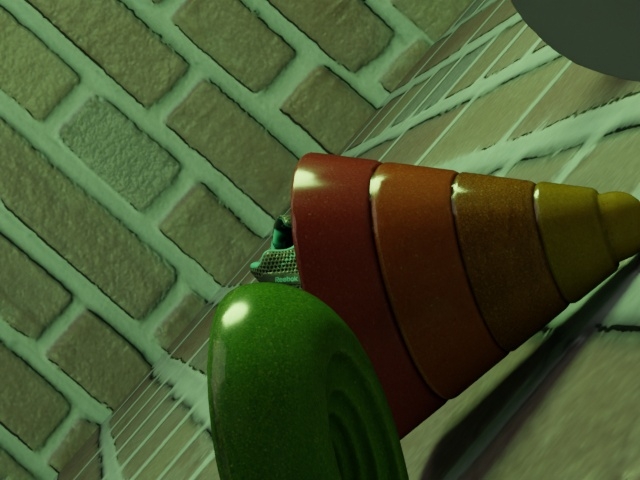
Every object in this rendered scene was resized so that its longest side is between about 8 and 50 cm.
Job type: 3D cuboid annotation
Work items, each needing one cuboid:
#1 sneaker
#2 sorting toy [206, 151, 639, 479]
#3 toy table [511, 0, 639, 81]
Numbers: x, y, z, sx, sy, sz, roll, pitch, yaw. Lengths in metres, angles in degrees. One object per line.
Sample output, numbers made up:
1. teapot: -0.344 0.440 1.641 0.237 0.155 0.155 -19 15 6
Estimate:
1. sneaker: 0.000 0.000 1.542 0.065 0.076 0.166 -44 6 37
2. sorting toy: 0.047 0.052 0.652 0.126 0.127 0.365 -16 17 16
3. toy table: 0.167 -0.199 0.669 0.274 0.252 0.161 -35 26 25
